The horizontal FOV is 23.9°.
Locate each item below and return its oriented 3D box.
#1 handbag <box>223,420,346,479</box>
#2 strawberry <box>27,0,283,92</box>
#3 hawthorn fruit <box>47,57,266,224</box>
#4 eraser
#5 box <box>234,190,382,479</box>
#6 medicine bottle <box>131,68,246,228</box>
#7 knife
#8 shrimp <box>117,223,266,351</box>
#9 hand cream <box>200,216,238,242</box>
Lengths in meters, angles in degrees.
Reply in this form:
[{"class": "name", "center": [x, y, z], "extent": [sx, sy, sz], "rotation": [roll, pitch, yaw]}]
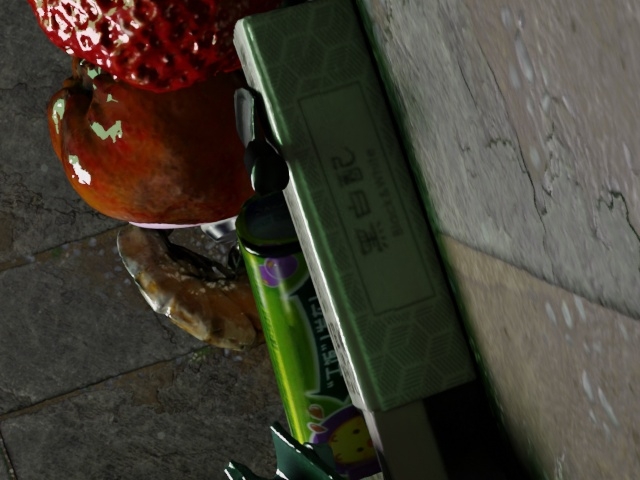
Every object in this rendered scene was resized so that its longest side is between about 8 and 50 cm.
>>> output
[{"class": "handbag", "center": [0.070, 0.287, 1.187], "extent": [0.238, 0.089, 0.326], "rotation": [40, 170, 42]}, {"class": "strawberry", "center": [-0.150, -0.284, 1.408], "extent": [0.277, 0.257, 0.257], "rotation": [113, 144, -48]}, {"class": "hawthorn fruit", "center": [-0.154, -0.108, 1.608], "extent": [0.261, 0.224, 0.224], "rotation": [31, -166, -27]}, {"class": "eraser", "center": [0.038, 0.009, 1.205], "extent": [0.098, 0.096, 0.404], "rotation": [156, 95, -82]}, {"class": "box", "center": [0.012, 0.094, 1.496], "extent": [0.097, 0.134, 0.346], "rotation": [-115, 8, -47]}, {"class": "medicine bottle", "center": [-0.167, -0.191, 1.792], "extent": [0.202, 0.202, 0.316], "rotation": [-125, 23, -69]}, {"class": "knife", "center": [-0.054, -0.091, 1.204], "extent": [0.230, 0.028, 0.060], "rotation": [-120, 25, -72]}, {"class": "shrimp", "center": [-0.124, 0.008, 1.874], "extent": [0.071, 0.233, 0.365], "rotation": [-58, 6, 31]}, {"class": "hand cream", "center": [-0.134, -0.179, 2.112], "extent": [0.185, 0.118, 0.359], "rotation": [99, 161, -78]}]
